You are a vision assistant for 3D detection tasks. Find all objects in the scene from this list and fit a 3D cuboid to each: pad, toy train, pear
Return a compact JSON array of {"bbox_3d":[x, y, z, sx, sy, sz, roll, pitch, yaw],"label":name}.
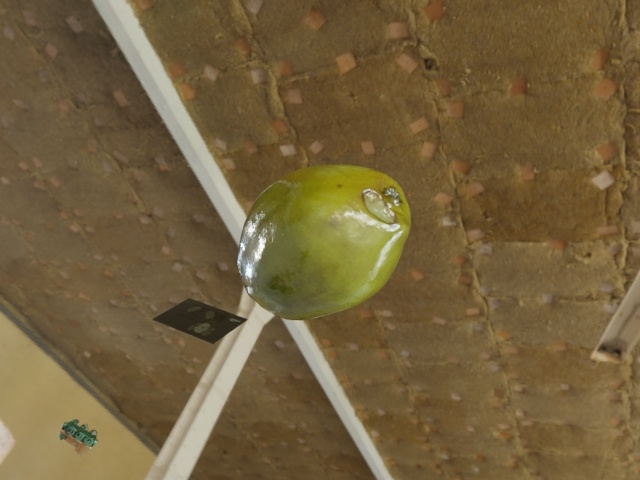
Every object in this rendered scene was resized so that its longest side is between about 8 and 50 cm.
[{"bbox_3d":[-0.287,0.188,1.211,0.190,0.127,0.004,14,-65,26],"label":"pad"},{"bbox_3d":[-0.643,0.520,1.342,0.103,0.044,0.064,39,-81,-13],"label":"toy train"},{"bbox_3d":[0.000,0.000,0.870,0.321,0.269,0.269,-35,-67,19],"label":"pear"}]
